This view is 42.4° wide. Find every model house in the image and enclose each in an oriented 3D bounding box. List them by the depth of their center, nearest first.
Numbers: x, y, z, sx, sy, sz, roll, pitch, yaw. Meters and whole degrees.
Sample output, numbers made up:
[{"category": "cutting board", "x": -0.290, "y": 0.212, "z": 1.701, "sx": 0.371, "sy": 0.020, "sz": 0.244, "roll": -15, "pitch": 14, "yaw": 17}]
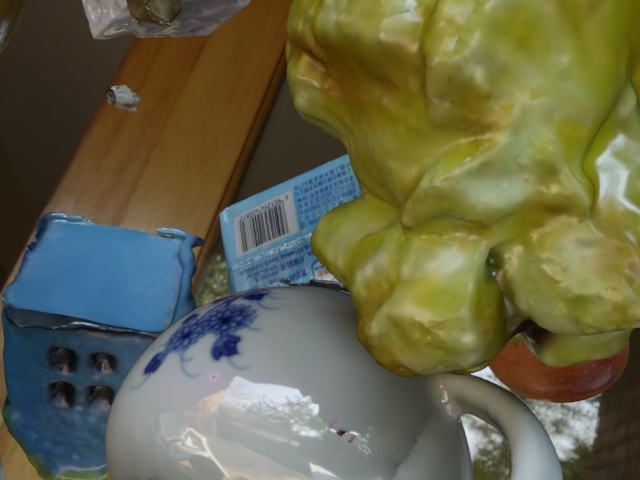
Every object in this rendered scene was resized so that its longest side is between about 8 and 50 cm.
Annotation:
[{"category": "model house", "x": -0.283, "y": 0.147, "z": 1.047, "sx": 0.215, "sy": 0.237, "sz": 0.303, "roll": 11, "pitch": -59, "yaw": -10}]

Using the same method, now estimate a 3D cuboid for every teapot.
[{"category": "teapot", "x": -0.035, "y": 0.175, "z": 0.539, "sx": 0.423, "sy": 0.280, "sz": 0.252, "roll": -17, "pitch": -62, "yaw": 44}]

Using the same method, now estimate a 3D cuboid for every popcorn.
[{"category": "popcorn", "x": 0.096, "y": -0.061, "z": 0.460, "sx": 0.225, "sy": 0.277, "sz": 0.276, "roll": -7, "pitch": -35, "yaw": 44}]

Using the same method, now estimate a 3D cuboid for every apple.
[{"category": "apple", "x": 0.247, "y": 0.082, "z": 0.917, "sx": 0.162, "sy": 0.201, "sz": 0.201, "roll": -14, "pitch": -37, "yaw": 20}]

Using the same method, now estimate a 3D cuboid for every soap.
[{"category": "soap", "x": 0.000, "y": 0.000, "z": 0.906, "sx": 0.293, "sy": 0.156, "sz": 0.077, "roll": -20, "pitch": -21, "yaw": 32}]

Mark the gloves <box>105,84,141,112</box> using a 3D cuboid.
[{"category": "gloves", "x": -0.317, "y": -0.227, "z": 1.328, "sx": 0.037, "sy": 0.044, "sz": 0.081, "roll": -2, "pitch": 9, "yaw": 19}]

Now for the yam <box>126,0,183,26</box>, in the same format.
[{"category": "yam", "x": -0.228, "y": -0.405, "z": 0.893, "sx": 0.081, "sy": 0.081, "sz": 0.357, "roll": 7, "pitch": -49, "yaw": 24}]

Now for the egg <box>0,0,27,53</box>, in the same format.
[{"category": "egg", "x": -0.378, "y": -0.236, "z": 0.695, "sx": 0.250, "sy": 0.250, "sz": 0.322, "roll": 26, "pitch": -49, "yaw": -14}]

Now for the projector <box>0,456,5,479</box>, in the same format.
[{"category": "projector", "x": -0.427, "y": 0.164, "z": 0.885, "sx": 0.099, "sy": 0.192, "sz": 0.257, "roll": -18, "pitch": -47, "yaw": -17}]

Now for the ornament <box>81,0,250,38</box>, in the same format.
[{"category": "ornament", "x": -0.246, "y": -0.484, "z": 1.330, "sx": 0.239, "sy": 0.239, "sz": 0.239, "roll": -15, "pitch": -4, "yaw": -41}]
